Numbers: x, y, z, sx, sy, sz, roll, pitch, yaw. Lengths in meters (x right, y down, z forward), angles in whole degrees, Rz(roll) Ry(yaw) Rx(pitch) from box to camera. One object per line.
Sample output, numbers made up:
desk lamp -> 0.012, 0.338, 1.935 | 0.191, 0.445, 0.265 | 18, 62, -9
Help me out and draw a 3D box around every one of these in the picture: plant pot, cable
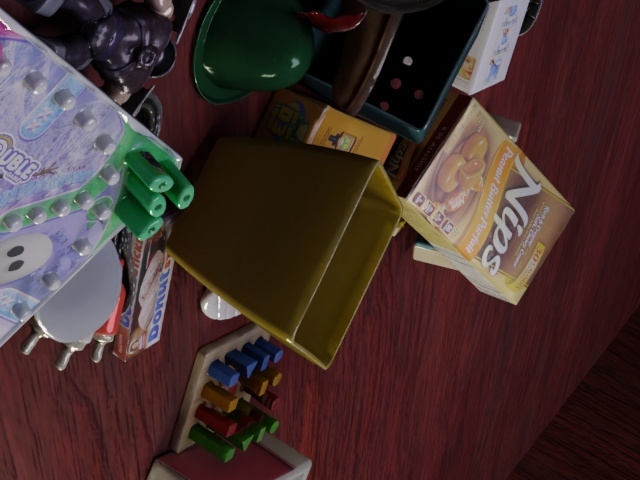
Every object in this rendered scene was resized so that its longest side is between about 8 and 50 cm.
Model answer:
plant pot -> -0.046, -0.003, 1.524 | 0.212, 0.187, 0.212 | -64, 165, -7
plant pot -> 0.087, -0.212, 1.610 | 0.166, 0.165, 0.234 | -62, 172, -4
cable -> -0.199, -0.007, 1.365 | 0.139, 0.072, 0.287 | 13, 107, -55

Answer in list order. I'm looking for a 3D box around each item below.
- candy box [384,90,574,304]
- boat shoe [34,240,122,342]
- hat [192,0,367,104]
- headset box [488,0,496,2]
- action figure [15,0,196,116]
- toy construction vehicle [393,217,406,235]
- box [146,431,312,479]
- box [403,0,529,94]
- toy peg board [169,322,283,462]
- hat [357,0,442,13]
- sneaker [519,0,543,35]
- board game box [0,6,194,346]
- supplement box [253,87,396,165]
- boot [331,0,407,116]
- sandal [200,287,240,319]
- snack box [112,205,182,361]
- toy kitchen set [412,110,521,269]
candy box -> 0.234, -0.061, 2.044 | 0.316, 0.087, 0.183 | 40, 79, -39
boat shoe -> -0.245, -0.015, 1.242 | 0.095, 0.084, 0.258 | -23, 139, -22
hat -> -0.013, -0.185, 1.409 | 0.208, 0.183, 0.173 | -10, 125, -62
headset box -> 0.273, -0.447, 1.634 | 0.246, 0.131, 0.283 | -28, 108, -53
action figure -> -0.199, -0.180, 1.152 | 0.285, 0.099, 0.185 | 3, 108, -69
toy construction vehicle -> 0.133, -0.058, 2.079 | 0.098, 0.035, 0.086 | -42, 162, -32
box -> -0.138, 0.360, 1.874 | 0.232, 0.126, 0.149 | -13, 128, -61
box -> 0.203, -0.314, 1.804 | 0.103, 0.114, 0.203 | -28, 141, -52
toy peg board -> -0.105, 0.206, 1.821 | 0.161, 0.079, 0.161 | -24, 139, -56
hat -> 0.097, -0.376, 1.295 | 0.331, 0.134, 0.332 | -3, 95, -41
sneaker -> 0.311, -0.432, 1.947 | 0.283, 0.107, 0.124 | -64, 172, 19
board game box -> -0.312, 0.020, 1.041 | 0.390, 0.050, 0.390 | -44, 154, 2
supplement box -> 0.010, -0.126, 1.671 | 0.078, 0.080, 0.233 | -64, 159, 6
boot -> 0.042, -0.283, 1.435 | 0.112, 0.115, 0.305 | 159, -55, -78
sandal -> -0.052, -0.008, 1.703 | 0.265, 0.076, 0.102 | -35, 144, -6
snack box -> -0.193, 0.049, 1.522 | 0.064, 0.022, 0.178 | -34, 146, -50
toy kitchen set -> 0.236, -0.082, 2.199 | 0.166, 0.122, 0.207 | 91, 15, -48
